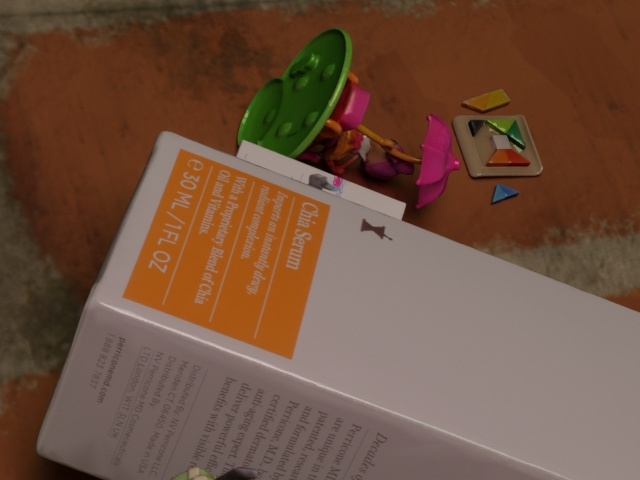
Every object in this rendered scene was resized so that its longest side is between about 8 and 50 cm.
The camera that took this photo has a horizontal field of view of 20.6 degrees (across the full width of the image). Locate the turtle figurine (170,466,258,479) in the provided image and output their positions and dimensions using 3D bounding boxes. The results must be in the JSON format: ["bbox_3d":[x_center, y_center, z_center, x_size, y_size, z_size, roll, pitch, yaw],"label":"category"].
[{"bbox_3d":[-0.107,0.255,1.127,0.266,0.274,0.198,-16,89,17],"label":"turtle figurine"}]

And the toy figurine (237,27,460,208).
[{"bbox_3d":[0.036,-0.082,1.503,0.159,0.173,0.130,28,68,-24],"label":"toy figurine"}]

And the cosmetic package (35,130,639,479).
[{"bbox_3d":[0.046,0.112,1.312,0.453,0.161,0.230,21,36,-6],"label":"cosmetic package"}]

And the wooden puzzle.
[{"bbox_3d":[0.162,-0.089,1.610,0.078,0.014,0.116,-11,62,-24],"label":"wooden puzzle"}]

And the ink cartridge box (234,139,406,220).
[{"bbox_3d":[0.000,0.000,1.439,0.181,0.104,0.062,22,54,-5],"label":"ink cartridge box"}]
